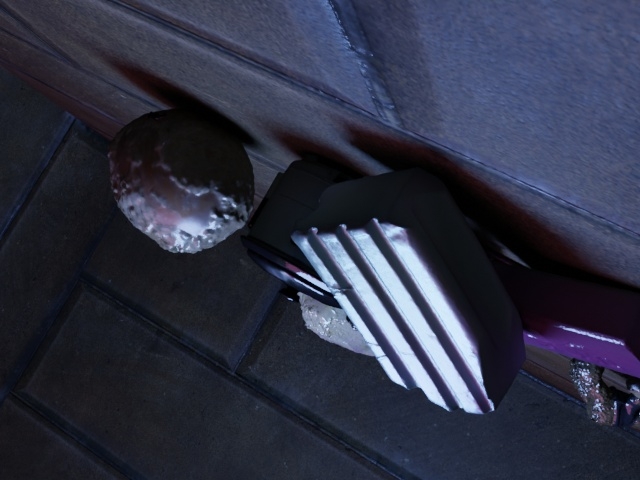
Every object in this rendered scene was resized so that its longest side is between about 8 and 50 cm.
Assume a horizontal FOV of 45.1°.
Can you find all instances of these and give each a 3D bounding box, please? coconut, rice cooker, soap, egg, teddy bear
[{"bbox_3d":[0.096,0.158,2.075,0.298,0.297,0.309,25,171,43],"label":"coconut"},{"bbox_3d":[0.000,0.000,1.303,0.241,0.226,0.280,29,176,6],"label":"rice cooker"},{"bbox_3d":[0.362,0.114,1.090,0.259,0.081,0.181,15,166,48],"label":"soap"},{"bbox_3d":[-0.262,-0.118,1.474,0.310,0.279,0.279,41,-178,32],"label":"egg"},{"bbox_3d":[0.660,0.361,1.740,0.251,0.129,0.182,30,177,5],"label":"teddy bear"},{"bbox_3d":[0.138,0.078,1.052,0.208,0.115,0.346,-7,125,48],"label":"soap"}]

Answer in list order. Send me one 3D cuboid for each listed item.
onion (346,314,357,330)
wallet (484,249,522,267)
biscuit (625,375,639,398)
[{"bbox_3d":[0.134,0.085,1.430,0.140,0.218,0.195,27,-172,-17],"label":"onion"},{"bbox_3d":[0.320,0.067,1.317,0.119,0.025,0.232,28,175,11],"label":"wallet"},{"bbox_3d":[0.720,0.334,1.570,0.219,0.061,0.055,32,-140,-13],"label":"biscuit"}]
